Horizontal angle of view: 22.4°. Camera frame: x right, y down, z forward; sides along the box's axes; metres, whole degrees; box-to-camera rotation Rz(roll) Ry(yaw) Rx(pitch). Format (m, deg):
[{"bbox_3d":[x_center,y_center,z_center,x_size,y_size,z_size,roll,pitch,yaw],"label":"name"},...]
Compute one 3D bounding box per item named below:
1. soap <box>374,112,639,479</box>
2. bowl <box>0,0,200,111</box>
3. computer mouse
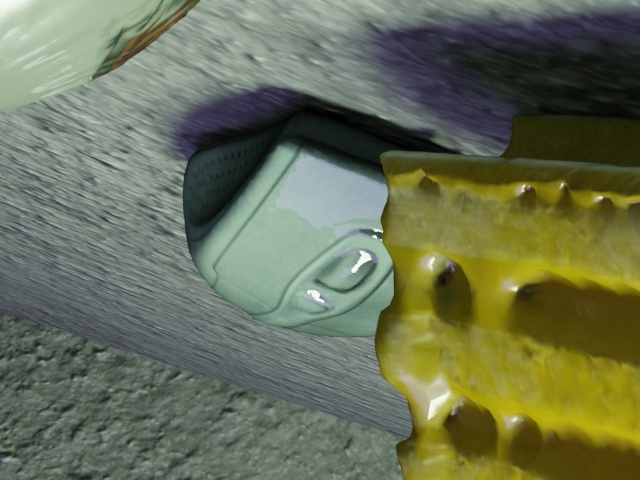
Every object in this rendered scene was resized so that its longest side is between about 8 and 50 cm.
[{"bbox_3d":[0.187,0.091,0.800,0.156,0.293,0.335,-17,-166,-35],"label":"soap"},{"bbox_3d":[-0.198,-0.139,0.717,0.337,0.157,0.337,18,170,3],"label":"bowl"},{"bbox_3d":[0.000,0.000,1.163,0.188,0.122,0.371,22,165,-16],"label":"computer mouse"}]
